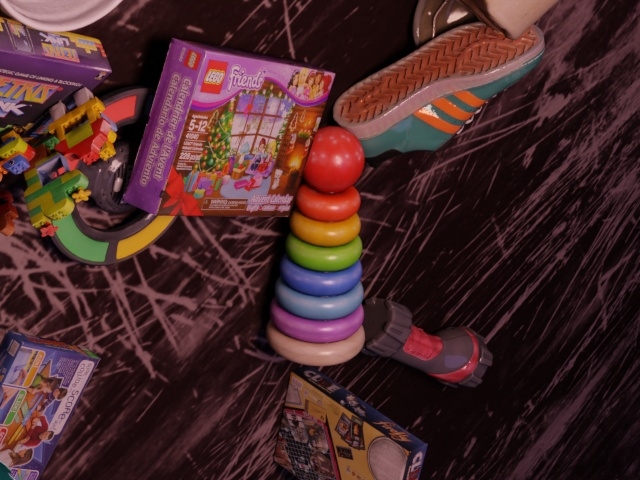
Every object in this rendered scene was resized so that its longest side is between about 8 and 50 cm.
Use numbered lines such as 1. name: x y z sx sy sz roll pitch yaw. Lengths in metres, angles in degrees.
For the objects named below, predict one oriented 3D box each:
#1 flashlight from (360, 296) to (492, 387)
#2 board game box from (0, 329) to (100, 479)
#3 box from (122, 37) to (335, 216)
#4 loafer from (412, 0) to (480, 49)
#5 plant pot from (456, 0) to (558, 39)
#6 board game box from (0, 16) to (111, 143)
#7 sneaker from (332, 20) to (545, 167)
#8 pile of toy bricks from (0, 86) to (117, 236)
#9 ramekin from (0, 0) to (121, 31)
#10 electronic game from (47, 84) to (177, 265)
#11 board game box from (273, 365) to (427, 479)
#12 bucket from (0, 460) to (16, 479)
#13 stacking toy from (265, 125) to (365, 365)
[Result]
1. flashlight: 0.162 0.158 2.304 0.304 0.103 0.103 30 65 -52
2. board game box: -0.368 0.215 1.786 0.136 0.035 0.201 21 98 -53
3. box: -0.105 -0.130 1.779 0.293 0.057 0.201 -2 113 -59
4. loafer: 0.221 -0.352 2.019 0.251 0.087 0.094 -53 143 -7
5. plant pot: 0.261 -0.439 1.853 0.305 0.334 0.334 -49 144 6
6. board game box: -0.325 -0.164 1.503 0.141 0.048 0.170 -36 155 32
7. sneaker: 0.170 -0.198 1.992 0.302 0.108 0.121 -24 139 5
8. pile of toy bricks: -0.295 -0.055 1.554 0.212 0.105 0.118 -30 149 12
9. ramekin: -0.275 -0.322 1.454 0.207 0.109 0.207 -28 134 -34
10. electronic game: -0.234 -0.075 1.725 0.229 0.048 0.229 -28 134 -34
11. board game box: 0.039 0.312 2.147 0.042 0.243 0.165 -15 126 -44
12. bucket: -0.484 0.295 1.587 0.281 0.183 0.281 -29 135 -34
13. stacking toy: 0.000 0.000 1.986 0.141 0.141 0.330 -21 125 -39
